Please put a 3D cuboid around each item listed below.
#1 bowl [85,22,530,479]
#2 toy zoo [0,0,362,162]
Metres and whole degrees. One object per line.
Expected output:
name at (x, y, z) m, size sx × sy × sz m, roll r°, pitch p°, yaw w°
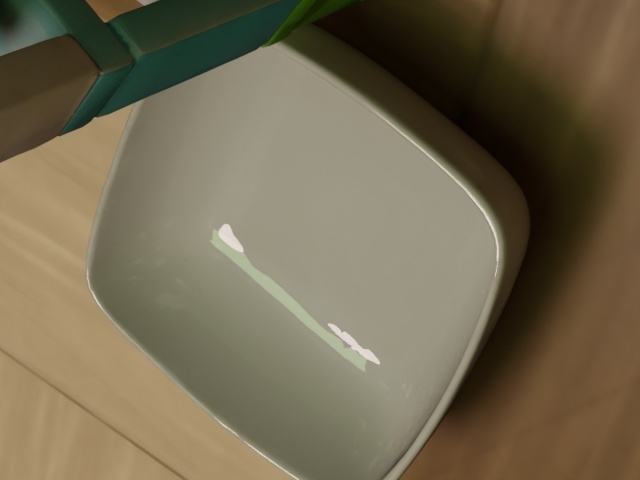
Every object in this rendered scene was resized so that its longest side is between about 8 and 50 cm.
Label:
bowl at (0.000, 0.000, 0.580) m, size 0.142 × 0.053 × 0.142 m, roll 39°, pitch 128°, yaw 18°
toy zoo at (-0.113, -0.109, 0.457) m, size 0.192 × 0.293 × 0.030 m, roll 51°, pitch 130°, yaw 8°
